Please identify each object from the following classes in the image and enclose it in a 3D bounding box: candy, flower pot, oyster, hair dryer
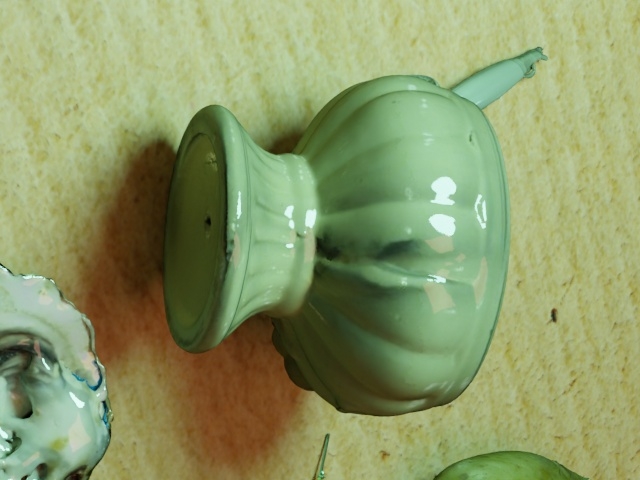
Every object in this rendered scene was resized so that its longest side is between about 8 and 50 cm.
[{"bbox_3d":[0.002,0.235,1.842,0.023,0.025,0.083,27,75,-83],"label":"candy"},{"bbox_3d":[0.000,0.000,1.601,0.244,0.307,0.308,7,101,-19],"label":"flower pot"},{"bbox_3d":[-0.269,0.129,1.553,0.214,0.083,0.223,10,93,-43],"label":"oyster"},{"bbox_3d":[0.157,-0.110,1.833,0.237,0.075,0.206,-43,134,-29],"label":"hair dryer"}]

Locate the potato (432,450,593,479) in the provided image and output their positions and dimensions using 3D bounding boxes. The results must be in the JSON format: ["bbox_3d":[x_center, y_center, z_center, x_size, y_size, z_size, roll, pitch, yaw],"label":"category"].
[{"bbox_3d":[0.220,0.331,1.944,0.307,0.173,0.210,36,84,-43],"label":"potato"}]
